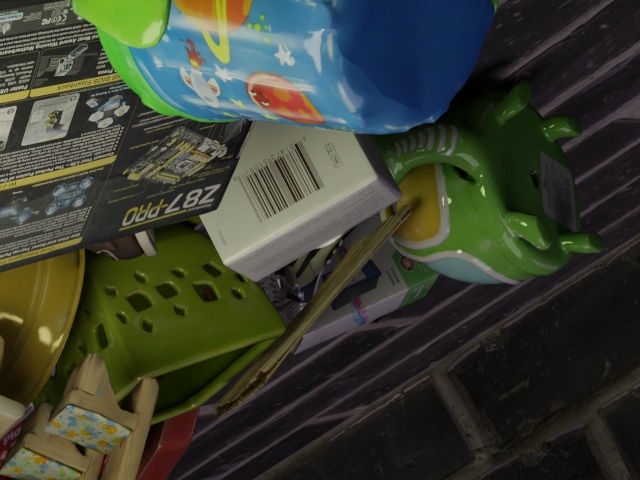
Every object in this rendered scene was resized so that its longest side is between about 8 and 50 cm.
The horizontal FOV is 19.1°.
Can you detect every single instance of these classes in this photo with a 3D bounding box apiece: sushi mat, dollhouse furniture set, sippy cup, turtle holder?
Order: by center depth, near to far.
[{"bbox_3d":[-0.007,-0.178,1.359,0.305,0.224,0.240,-45,132,-23],"label":"sippy cup"},{"bbox_3d":[-0.418,0.246,1.884,0.362,0.256,0.394,24,146,-17],"label":"dollhouse furniture set"},{"bbox_3d":[-0.008,0.081,2.228,0.316,0.019,0.151,-48,-175,-36],"label":"sushi mat"},{"bbox_3d":[0.185,-0.051,2.366,0.227,0.243,0.320,-16,-177,32],"label":"turtle holder"}]

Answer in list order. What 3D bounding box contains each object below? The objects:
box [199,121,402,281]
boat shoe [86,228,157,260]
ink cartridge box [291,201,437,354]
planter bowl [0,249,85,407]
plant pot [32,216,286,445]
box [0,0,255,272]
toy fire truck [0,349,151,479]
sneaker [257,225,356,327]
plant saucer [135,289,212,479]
[{"bbox_3d":[-0.044,-0.084,1.921,0.181,0.182,0.119,-30,164,7],"label":"box"},{"bbox_3d":[-0.232,-0.048,1.842,0.097,0.116,0.324,-23,162,0],"label":"boat shoe"},{"bbox_3d":[0.025,0.037,2.544,0.212,0.154,0.093,-23,166,-17],"label":"ink cartridge box"},{"bbox_3d":[-0.339,0.074,2.021,0.090,0.217,0.217,21,140,-25],"label":"planter bowl"},{"bbox_3d":[-0.214,0.088,2.163,0.228,0.207,0.227,-15,161,-41],"label":"plant pot"},{"bbox_3d":[-0.206,-0.115,1.509,0.395,0.097,0.318,-18,144,-38],"label":"box"},{"bbox_3d":[-0.345,0.212,2.445,0.302,0.169,0.254,-39,155,-34],"label":"toy fire truck"},{"bbox_3d":[0.000,0.000,2.382,0.153,0.094,0.235,-30,130,-27],"label":"sneaker"},{"bbox_3d":[-0.193,0.207,2.594,0.048,0.258,0.259,18,154,-9],"label":"plant saucer"}]
